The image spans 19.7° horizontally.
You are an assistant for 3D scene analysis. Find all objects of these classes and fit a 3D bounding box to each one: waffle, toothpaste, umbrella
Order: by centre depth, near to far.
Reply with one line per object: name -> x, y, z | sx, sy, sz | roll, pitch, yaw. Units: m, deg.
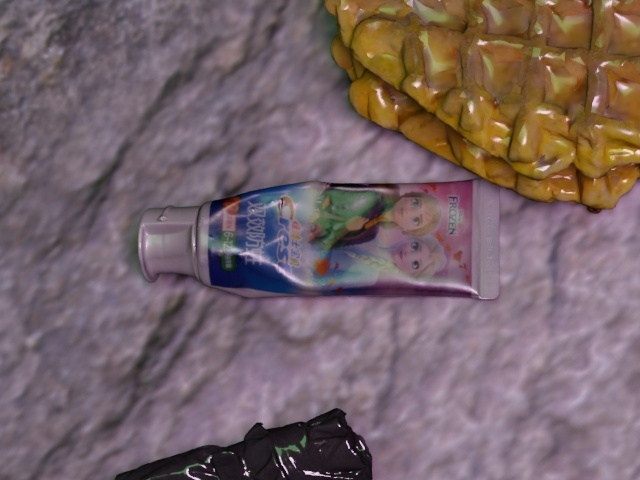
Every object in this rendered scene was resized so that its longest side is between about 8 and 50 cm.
umbrella -> -0.080, 0.177, 1.314 | 0.235, 0.059, 0.066 | -18, 108, 13
waffle -> 0.164, -0.167, 1.319 | 0.324, 0.151, 0.261 | 26, 84, 27
toothpaste -> 0.000, 0.000, 1.362 | 0.266, 0.061, 0.096 | -1, 69, 10
